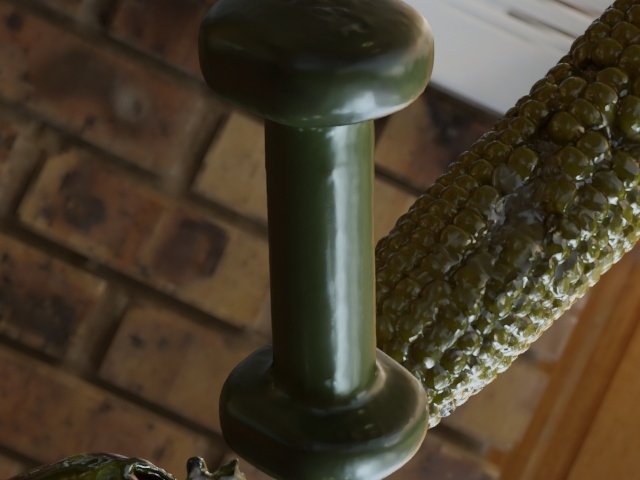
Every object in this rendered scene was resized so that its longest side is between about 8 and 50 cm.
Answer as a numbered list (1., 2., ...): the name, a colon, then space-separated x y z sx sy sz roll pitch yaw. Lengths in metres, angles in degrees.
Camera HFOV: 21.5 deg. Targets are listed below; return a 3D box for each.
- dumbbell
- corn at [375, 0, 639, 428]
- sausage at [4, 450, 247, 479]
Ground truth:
1. dumbbell: 0.000 0.000 0.381 0.046 0.118 0.052 -25 -141 -34
2. corn: 0.121 -0.033 0.774 0.097 0.320 0.097 41 161 17
3. sausage: -0.186 0.195 0.930 0.125 0.317 0.117 62 179 -21
